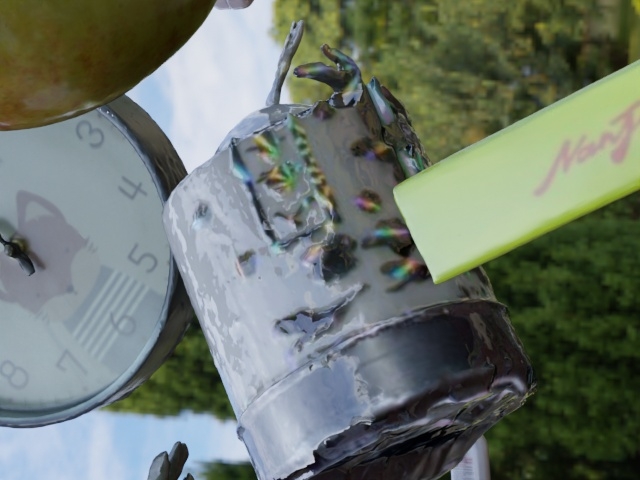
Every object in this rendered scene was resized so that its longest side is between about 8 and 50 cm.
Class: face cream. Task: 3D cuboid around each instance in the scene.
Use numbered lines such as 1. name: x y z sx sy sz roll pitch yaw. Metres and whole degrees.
1. face cream: 0.127 0.186 1.045 0.021 0.040 0.083 -1 -94 -40

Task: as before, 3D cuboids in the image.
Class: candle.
1. candle: 0.000 0.000 0.782 0.187 0.187 0.330 66 -179 -70

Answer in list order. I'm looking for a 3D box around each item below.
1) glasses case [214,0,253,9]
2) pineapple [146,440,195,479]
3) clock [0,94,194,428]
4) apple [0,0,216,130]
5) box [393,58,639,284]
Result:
1. glasses case: -0.098 -0.335 1.056 0.297 0.075 0.113 79 -168 -47
2. pineapple: -0.166 0.300 0.936 0.340 0.169 0.169 -82 -10 -48
3. clock: -0.264 0.007 1.077 0.067 0.325 0.325 -34 -54 -78
4. apple: -0.170 -0.180 0.607 0.194 0.261 0.260 115 162 -70
5. box: 0.166 -0.067 0.568 0.047 0.187 0.335 64 -157 1
